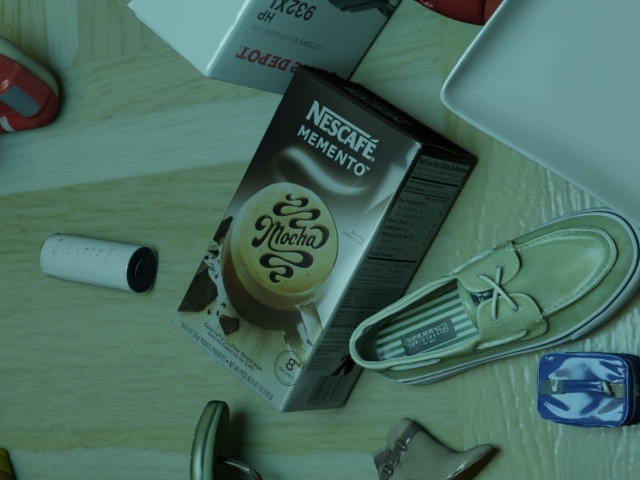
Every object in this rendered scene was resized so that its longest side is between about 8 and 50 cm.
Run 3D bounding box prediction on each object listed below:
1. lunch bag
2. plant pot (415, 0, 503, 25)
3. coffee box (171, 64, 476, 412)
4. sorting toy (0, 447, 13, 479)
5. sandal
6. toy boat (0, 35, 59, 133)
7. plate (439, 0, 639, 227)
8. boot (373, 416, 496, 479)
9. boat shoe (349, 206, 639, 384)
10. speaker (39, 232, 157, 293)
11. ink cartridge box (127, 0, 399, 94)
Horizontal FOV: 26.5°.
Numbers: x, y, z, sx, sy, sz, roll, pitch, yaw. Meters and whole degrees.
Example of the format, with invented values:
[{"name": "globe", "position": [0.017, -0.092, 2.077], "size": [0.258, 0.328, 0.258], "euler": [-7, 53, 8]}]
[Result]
[{"name": "lunch bag", "position": [0.245, 0.133, 1.213], "size": [0.098, 0.065, 0.067], "euler": [-2, 86, 33]}, {"name": "plant pot", "position": [0.157, -0.280, 1.221], "size": [0.174, 0.191, 0.191], "euler": [40, 108, 26]}, {"name": "coffee box", "position": [0.000, 0.000, 1.345], "size": [0.168, 0.119, 0.297], "euler": [35, 106, 30]}, {"name": "sorting toy", "position": [-0.490, 0.340, 1.669], "size": [0.365, 0.127, 0.126], "euler": [-21, 47, 32]}, {"name": "sandal", "position": [-0.070, 0.311, 1.393], "size": [0.086, 0.120, 0.303], "euler": [-14, 80, 3]}, {"name": "toy boat", "position": [-0.428, -0.144, 1.595], "size": [0.231, 0.151, 0.151], "euler": [-5, 62, 33]}, {"name": "plate", "position": [0.285, -0.165, 1.147], "size": [0.278, 0.045, 0.277], "euler": [30, 107, -10]}, {"name": "boot", "position": [0.104, 0.208, 1.316], "size": [0.118, 0.042, 0.087], "euler": [-43, 58, 15]}, {"name": "boat shoe", "position": [0.163, 0.062, 1.252], "size": [0.302, 0.094, 0.109], "euler": [-31, 71, 27]}, {"name": "speaker", "position": [-0.252, 0.025, 1.543], "size": [0.136, 0.055, 0.055], "euler": [7, 91, 32]}, {"name": "ink cartridge box", "position": [-0.006, -0.298, 1.305], "size": [0.129, 0.223, 0.307], "euler": [43, 110, 26]}]
